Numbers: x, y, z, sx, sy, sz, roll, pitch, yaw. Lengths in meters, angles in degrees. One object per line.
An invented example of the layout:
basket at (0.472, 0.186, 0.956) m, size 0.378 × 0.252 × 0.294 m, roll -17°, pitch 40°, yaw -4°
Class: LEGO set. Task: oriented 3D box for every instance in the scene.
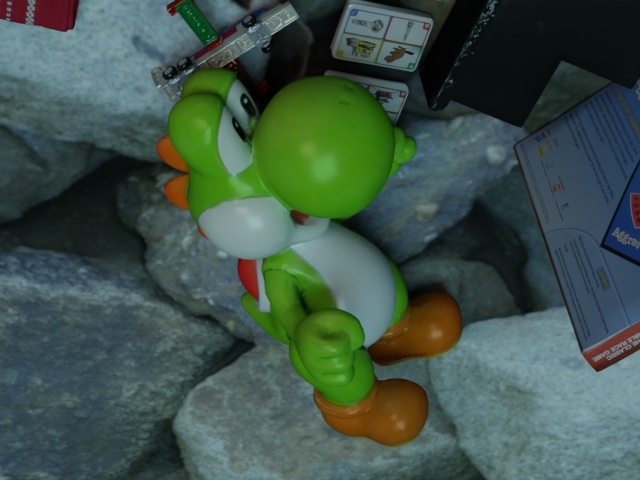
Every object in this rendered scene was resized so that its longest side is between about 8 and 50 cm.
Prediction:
LEGO set at (-0.031, -0.185, 0.952) m, size 0.244 × 0.060 × 0.182 m, roll 6°, pitch 125°, yaw -20°

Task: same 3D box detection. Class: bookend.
bookend at (0.185, -0.158, 0.948) m, size 0.157 × 0.072 × 0.156 m, roll 19°, pitch 119°, yaw -14°

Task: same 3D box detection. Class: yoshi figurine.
yoshi figurine at (0.020, 0.003, 0.981) m, size 0.203 × 0.203 × 0.362 m, roll -36°, pitch 125°, yaw -3°

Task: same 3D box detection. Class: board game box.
board game box at (0.237, -0.032, 0.914) m, size 0.145 × 0.281 × 0.027 m, roll -34°, pitch 120°, yaw 20°

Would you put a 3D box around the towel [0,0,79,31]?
towel at (-0.302, -0.270, 0.883) m, size 0.275 × 0.031 × 0.199 m, roll 12°, pitch 125°, yaw -8°
